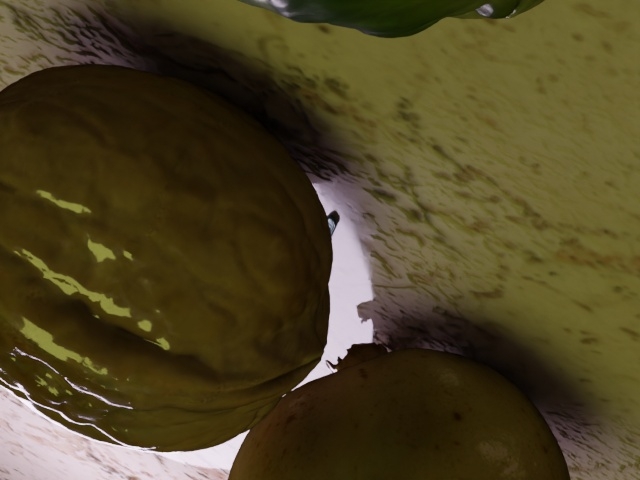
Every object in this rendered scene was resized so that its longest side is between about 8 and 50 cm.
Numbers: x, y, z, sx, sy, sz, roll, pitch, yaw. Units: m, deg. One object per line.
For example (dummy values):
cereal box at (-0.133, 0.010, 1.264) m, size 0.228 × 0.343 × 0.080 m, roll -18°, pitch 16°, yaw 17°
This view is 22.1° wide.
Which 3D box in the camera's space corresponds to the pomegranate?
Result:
pomegranate at (0.060, 0.228, 1.375) m, size 0.319 × 0.319 × 0.319 m, roll 24°, pitch 153°, yaw 13°

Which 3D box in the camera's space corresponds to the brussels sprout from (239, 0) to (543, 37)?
brussels sprout at (0.016, -0.203, 0.756) m, size 0.271 × 0.219 × 0.210 m, roll 29°, pitch 179°, yaw -44°

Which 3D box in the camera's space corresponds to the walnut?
walnut at (-0.137, 0.014, 1.227) m, size 0.313 × 0.277 × 0.252 m, roll 27°, pitch -175°, yaw -3°

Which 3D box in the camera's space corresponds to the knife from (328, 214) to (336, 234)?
knife at (0.000, 0.000, 1.343) m, size 0.014 × 0.005 × 0.091 m, roll 28°, pitch 153°, yaw 0°
